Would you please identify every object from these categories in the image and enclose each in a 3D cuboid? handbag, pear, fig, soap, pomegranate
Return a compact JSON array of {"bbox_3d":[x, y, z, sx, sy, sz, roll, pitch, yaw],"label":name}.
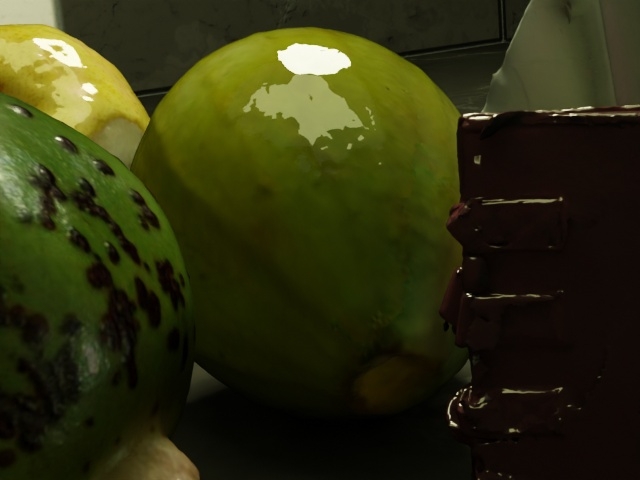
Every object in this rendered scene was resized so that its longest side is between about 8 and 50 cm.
[{"bbox_3d":[0.167,0.033,0.578,0.216,0.203,0.074,-2,6,8],"label":"handbag"},{"bbox_3d":[-0.235,-0.020,0.833,0.271,0.271,0.271,-5,14,1],"label":"pear"},{"bbox_3d":[0.000,0.000,0.711,0.239,0.239,0.271,-8,31,-12],"label":"fig"},{"bbox_3d":[0.219,-0.134,1.061,0.159,0.302,0.258,-20,19,-23],"label":"soap"},{"bbox_3d":[-0.163,0.065,0.504,0.270,0.254,0.254,35,26,12],"label":"pomegranate"}]
